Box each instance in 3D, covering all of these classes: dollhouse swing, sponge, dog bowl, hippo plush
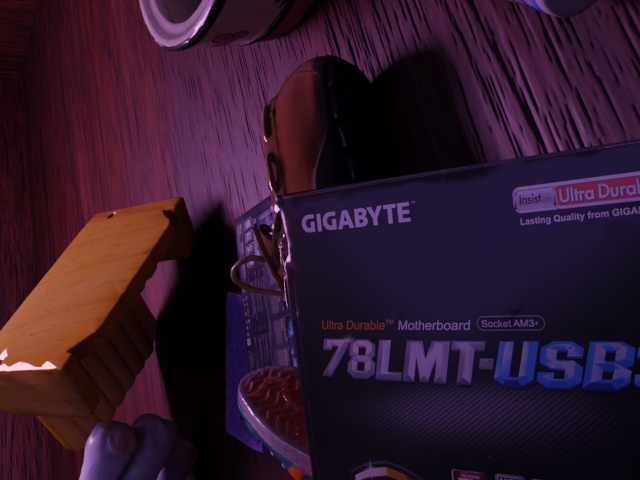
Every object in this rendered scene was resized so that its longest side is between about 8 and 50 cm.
[{"bbox_3d":[-0.327,0.169,1.145,0.315,0.305,0.347,-8,39,32],"label":"dollhouse swing"},{"bbox_3d":[-0.099,0.181,0.967,0.117,0.031,0.210,0,90,59],"label":"sponge"},{"bbox_3d":[-0.108,-0.441,0.872,0.408,0.150,0.408,-2,88,58],"label":"dog bowl"},{"bbox_3d":[-0.267,0.416,1.031,0.236,0.294,0.234,20,114,43],"label":"hippo plush"}]

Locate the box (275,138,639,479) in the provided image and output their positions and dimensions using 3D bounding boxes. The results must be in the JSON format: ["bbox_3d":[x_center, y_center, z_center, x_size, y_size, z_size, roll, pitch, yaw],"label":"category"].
[{"bbox_3d":[0.116,0.094,0.453,0.295,0.073,0.293,-5,96,37],"label":"box"}]

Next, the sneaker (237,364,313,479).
[{"bbox_3d":[0.023,0.235,0.657,0.302,0.108,0.121,29,124,38],"label":"sneaker"}]

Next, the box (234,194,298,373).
[{"bbox_3d":[-0.034,0.058,0.834,0.183,0.059,0.233,-28,65,55],"label":"box"}]

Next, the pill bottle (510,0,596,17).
[{"bbox_3d":[0.150,-0.225,0.519,0.137,0.078,0.078,47,129,48],"label":"pill bottle"}]

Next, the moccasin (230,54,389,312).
[{"bbox_3d":[-0.002,0.000,0.688,0.147,0.139,0.380,-26,68,39],"label":"moccasin"}]
